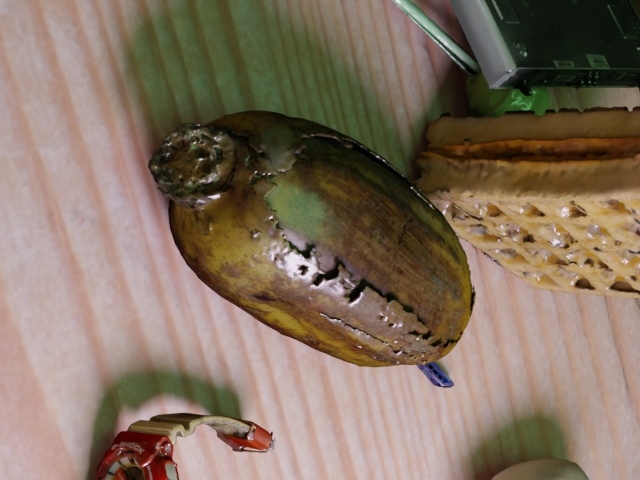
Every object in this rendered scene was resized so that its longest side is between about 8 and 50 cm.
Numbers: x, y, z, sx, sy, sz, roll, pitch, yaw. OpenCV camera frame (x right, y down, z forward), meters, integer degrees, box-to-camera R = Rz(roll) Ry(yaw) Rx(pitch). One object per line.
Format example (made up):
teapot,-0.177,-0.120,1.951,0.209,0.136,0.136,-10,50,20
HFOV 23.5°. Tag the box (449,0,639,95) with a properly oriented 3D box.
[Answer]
box,0.254,-0.252,1.695,0.270,0.045,0.211,-4,64,-41

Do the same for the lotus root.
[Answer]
lotus root,0.000,0.000,1.484,0.397,0.179,0.196,31,56,-40

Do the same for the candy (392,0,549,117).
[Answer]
candy,0.120,-0.224,1.640,0.335,0.092,0.093,37,85,-25

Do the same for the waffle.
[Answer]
waffle,0.296,-0.037,1.589,0.261,0.376,0.114,36,71,-33

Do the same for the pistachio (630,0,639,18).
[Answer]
pistachio,0.421,-0.324,1.840,0.152,0.126,0.223,32,67,2

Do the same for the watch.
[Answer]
watch,-0.095,0.247,1.474,0.268,0.102,0.165,3,88,-47

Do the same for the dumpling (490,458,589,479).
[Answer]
dumpling,0.243,0.327,1.720,0.250,0.132,0.162,-11,90,-54

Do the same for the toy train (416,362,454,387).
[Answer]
toy train,0.118,0.139,1.679,0.083,0.017,0.017,47,66,-30
